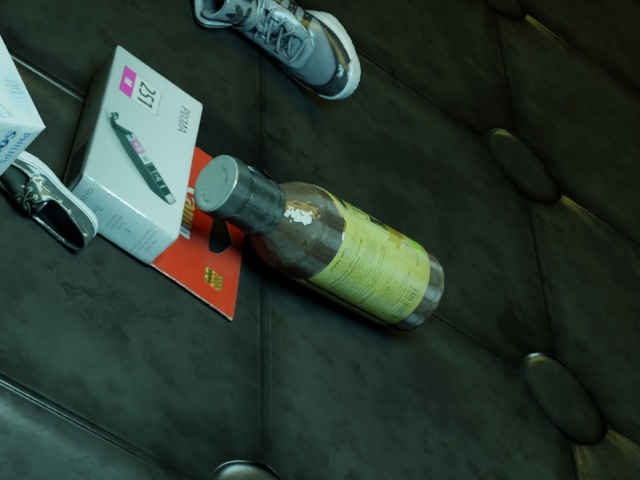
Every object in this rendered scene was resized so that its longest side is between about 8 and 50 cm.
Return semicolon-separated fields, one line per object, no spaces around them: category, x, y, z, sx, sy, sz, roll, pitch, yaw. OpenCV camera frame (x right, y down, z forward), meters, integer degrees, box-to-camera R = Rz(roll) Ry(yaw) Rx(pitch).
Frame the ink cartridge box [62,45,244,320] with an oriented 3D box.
ink cartridge box;-0.165;-0.067;2.223;0.239;0.060;0.275;34;31;-19

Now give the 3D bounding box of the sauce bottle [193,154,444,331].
sauce bottle;0.000;0.000;2.272;0.344;0.111;0.111;30;32;-42

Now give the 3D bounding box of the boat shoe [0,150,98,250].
boat shoe;-0.287;-0.043;2.038;0.142;0.049;0.040;39;30;-18

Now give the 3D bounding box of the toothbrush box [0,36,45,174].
toothbrush box;-0.443;-0.167;1.906;0.295;0.126;0.216;9;46;-51

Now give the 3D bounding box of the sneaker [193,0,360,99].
sneaker;-0.073;-0.280;2.581;0.268;0.101;0.153;49;28;16
